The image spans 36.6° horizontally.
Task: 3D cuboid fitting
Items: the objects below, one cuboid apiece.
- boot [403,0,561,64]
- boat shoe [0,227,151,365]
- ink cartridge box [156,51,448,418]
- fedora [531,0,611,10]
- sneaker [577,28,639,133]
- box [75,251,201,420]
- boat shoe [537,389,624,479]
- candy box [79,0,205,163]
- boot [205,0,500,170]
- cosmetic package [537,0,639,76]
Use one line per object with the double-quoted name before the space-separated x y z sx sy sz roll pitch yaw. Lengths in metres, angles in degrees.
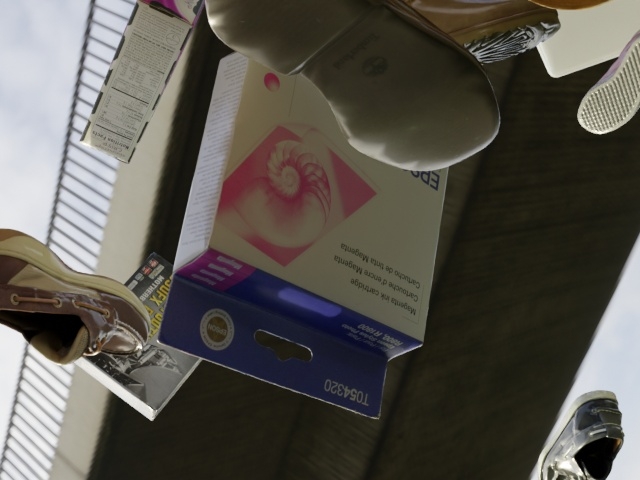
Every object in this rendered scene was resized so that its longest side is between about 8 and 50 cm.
"boot" 0.111 -0.318 1.030 0.089 0.236 0.269 24 -125 -78
"boat shoe" -0.329 0.103 1.225 0.342 0.123 0.123 50 -151 -58
"ink cartridge box" 0.000 0.000 1.077 0.324 0.071 0.330 25 -116 -37
"fedora" 0.197 -0.277 0.825 0.079 0.194 0.194 -53 -32 -45
"sneaker" 0.318 -0.168 0.984 0.070 0.051 0.134 -43 -12 -40
"box" -0.281 0.157 1.620 0.231 0.183 0.056 -51 -6 -33
"boat shoe" 0.361 0.308 1.343 0.084 0.079 0.233 -2 -46 -12
"candy box" -0.205 -0.228 1.164 0.233 0.071 0.159 -53 18 42
"boot" 0.032 -0.148 0.684 0.112 0.115 0.305 -31 -37 23
"cosmetic package" 0.447 -0.479 1.293 0.327 0.394 0.329 60 -151 -24
